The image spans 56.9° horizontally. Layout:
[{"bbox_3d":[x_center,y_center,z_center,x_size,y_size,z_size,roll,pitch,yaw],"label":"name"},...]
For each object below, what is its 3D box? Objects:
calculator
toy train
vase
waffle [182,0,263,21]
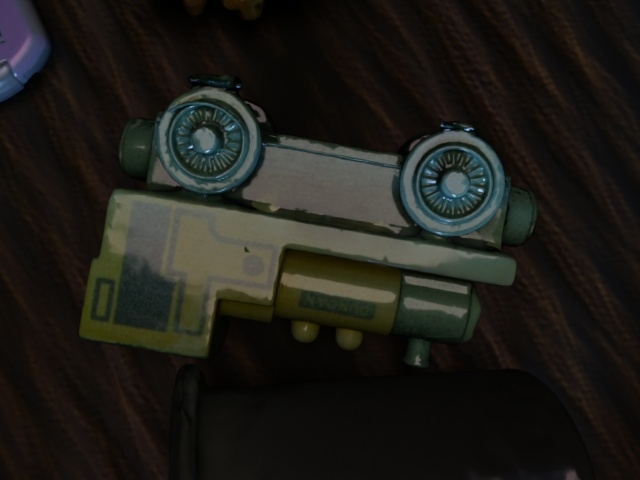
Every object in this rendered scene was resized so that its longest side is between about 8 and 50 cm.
[{"bbox_3d":[-0.364,-0.244,0.582,0.141,0.045,0.246,-25,83,-5],"label":"calculator"},{"bbox_3d":[0.000,0.000,0.517,0.369,0.150,0.237,10,91,0],"label":"toy train"},{"bbox_3d":[0.041,0.209,0.456,0.291,0.245,0.245,-2,83,-8],"label":"vase"},{"bbox_3d":[-0.081,-0.353,0.471,0.261,0.324,0.151,-2,51,-17],"label":"waffle"}]
